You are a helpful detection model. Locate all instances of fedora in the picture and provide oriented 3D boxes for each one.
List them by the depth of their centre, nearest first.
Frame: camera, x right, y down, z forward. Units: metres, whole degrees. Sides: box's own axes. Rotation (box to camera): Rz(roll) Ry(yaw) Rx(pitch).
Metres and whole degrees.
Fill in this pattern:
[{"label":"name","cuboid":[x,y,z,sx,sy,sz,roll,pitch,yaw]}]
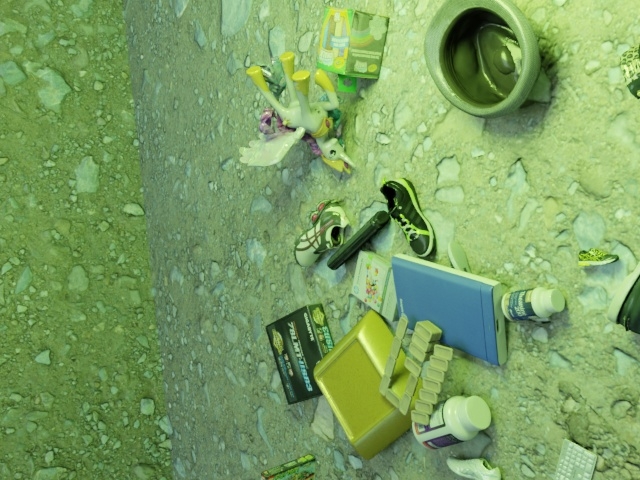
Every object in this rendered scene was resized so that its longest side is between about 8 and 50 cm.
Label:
[{"label":"fedora","cuboid":[0.366,-0.397,1.253,0.275,0.124,0.244,52,136,23]}]

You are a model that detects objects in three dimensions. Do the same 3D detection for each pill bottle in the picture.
[{"label":"pill bottle","cuboid":[0.459,0.136,1.262,0.120,0.067,0.067,-20,79,53]},{"label":"pill bottle","cuboid":[0.327,0.450,1.457,0.193,0.108,0.108,-42,63,48]}]

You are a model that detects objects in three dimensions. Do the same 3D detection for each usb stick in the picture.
[{"label":"usb stick","cuboid":[0.106,0.004,1.714,0.045,0.077,0.278,48,136,4]}]

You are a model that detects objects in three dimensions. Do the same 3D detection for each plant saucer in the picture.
[{"label":"plant saucer","cuboid":[0.122,0.426,1.698,0.333,0.081,0.333,-51,57,32]}]

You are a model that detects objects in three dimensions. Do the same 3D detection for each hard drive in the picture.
[{"label":"hard drive","cuboid":[0.311,0.163,1.450,0.318,0.040,0.210,17,125,51]}]

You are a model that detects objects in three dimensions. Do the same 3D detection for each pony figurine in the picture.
[{"label":"pony figurine","cuboid":[-0.072,-0.356,1.701,0.351,0.303,0.363,18,148,37]}]

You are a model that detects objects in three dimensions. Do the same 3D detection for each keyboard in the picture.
[{"label":"keyboard","cuboid":[0.537,0.557,1.271,0.072,0.014,0.256,26,116,49]}]

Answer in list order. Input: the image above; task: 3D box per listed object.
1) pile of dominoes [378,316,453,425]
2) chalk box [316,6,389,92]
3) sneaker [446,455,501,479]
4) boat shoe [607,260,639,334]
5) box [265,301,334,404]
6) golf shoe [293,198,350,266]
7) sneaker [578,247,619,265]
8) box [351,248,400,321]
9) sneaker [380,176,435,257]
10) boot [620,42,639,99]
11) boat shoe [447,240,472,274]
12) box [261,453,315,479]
[{"label":"pile of dominoes","cuboid":[0.250,0.332,1.492,0.196,0.040,0.251,37,120,49]},{"label":"chalk box","cuboid":[0.083,-0.519,1.610,0.132,0.132,0.213,32,119,46]},{"label":"sneaker","cuboid":[0.384,0.565,1.454,0.152,0.053,0.061,13,97,46]},{"label":"boat shoe","cuboid":[0.613,0.035,0.989,0.113,0.127,0.340,44,130,39]},{"label":"box","cuboid":[-0.057,0.392,2.002,0.293,0.073,0.296,-33,70,51]},{"label":"golf shoe","cuboid":[0.000,0.000,1.836,0.120,0.105,0.273,49,132,28]},{"label":"sneaker","cuboid":[0.546,0.031,1.157,0.083,0.031,0.035,-12,86,54]},{"label":"box","cuboid":[0.170,0.125,1.677,0.186,0.038,0.145,34,122,47]},{"label":"sneaker","cuboid":[0.216,-0.058,1.534,0.084,0.097,0.235,-43,62,48]},{"label":"boot","cuboid":[0.619,-0.271,0.969,0.178,0.085,0.237,-35,61,52]},{"label":"boat shoe","cuboid":[0.338,0.071,1.432,0.040,0.049,0.142,-37,68,50]},{"label":"box","cuboid":[-0.111,0.829,2.027,0.036,0.207,0.114,15,108,52]}]
